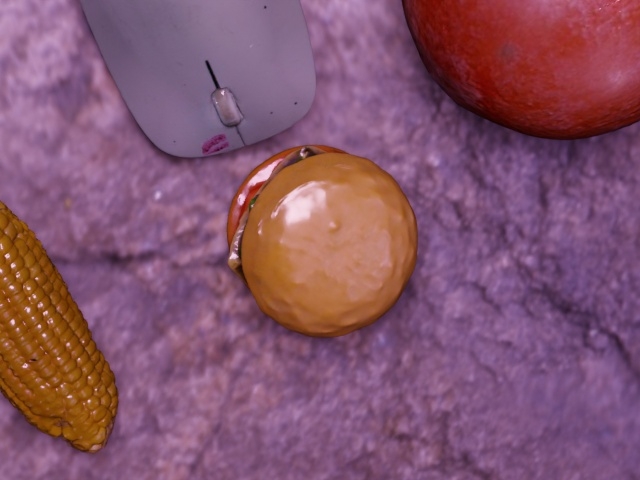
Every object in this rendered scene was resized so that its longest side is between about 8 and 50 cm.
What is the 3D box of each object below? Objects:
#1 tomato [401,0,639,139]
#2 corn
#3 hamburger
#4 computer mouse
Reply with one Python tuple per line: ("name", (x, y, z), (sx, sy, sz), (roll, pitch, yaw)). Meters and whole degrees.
("tomato", (0.189, -0.201, 1.117), (0.264, 0.265, 0.265), (-6, 106, -20))
("corn", (-0.240, 0.061, 1.112), (0.097, 0.097, 0.262), (-33, 116, -10))
("hamburger", (0.000, 0.000, 1.173), (0.162, 0.115, 0.162), (-4, 104, -18))
("computer mouse", (-0.103, -0.194, 1.073), (0.159, 0.097, 0.288), (-18, 112, 2))
